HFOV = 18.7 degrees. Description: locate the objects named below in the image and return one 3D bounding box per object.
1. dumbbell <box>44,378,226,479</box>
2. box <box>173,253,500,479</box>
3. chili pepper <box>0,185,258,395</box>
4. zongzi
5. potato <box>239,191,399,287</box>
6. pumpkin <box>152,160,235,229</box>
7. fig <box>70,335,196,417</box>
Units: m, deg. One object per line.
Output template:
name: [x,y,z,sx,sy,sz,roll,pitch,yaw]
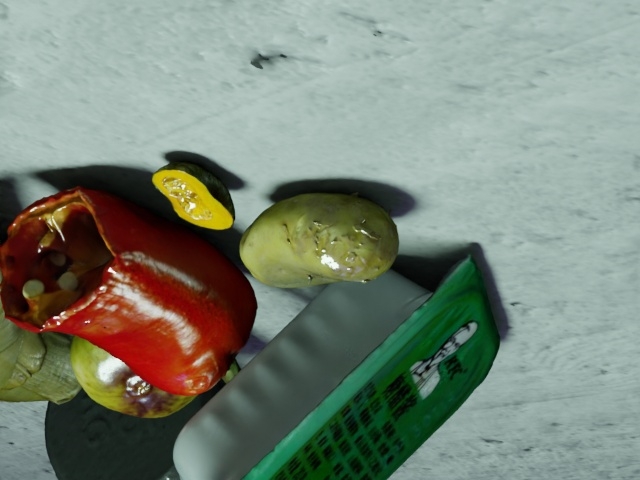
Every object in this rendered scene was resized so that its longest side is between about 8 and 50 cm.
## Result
dumbbell: [-0.119,0.220,2.018,0.204,0.204,0.322,0,159,30]
box: [-0.002,0.145,1.651,0.106,0.337,0.264,41,170,22]
chili pepper: [-0.124,0.059,1.662,0.134,0.131,0.338,-41,142,13]
zongzi: [-0.272,0.069,1.743,0.274,0.145,0.300,24,161,-38]
potato: [0.000,0.000,1.503,0.138,0.070,0.091,-3,162,40]
pumpkin: [-0.095,-0.040,1.506,0.050,0.028,0.083,2,151,31]
fig: [-0.159,0.101,1.798,0.136,0.121,0.153,-18,163,8]
